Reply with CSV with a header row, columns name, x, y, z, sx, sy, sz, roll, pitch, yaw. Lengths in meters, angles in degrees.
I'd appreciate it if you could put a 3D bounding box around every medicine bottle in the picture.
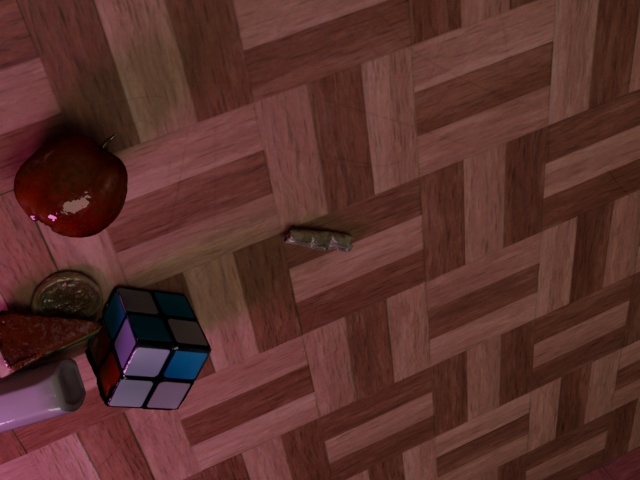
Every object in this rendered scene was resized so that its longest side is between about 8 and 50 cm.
name,x,y,z,sx,sy,sz,roll,pitch,yaw
medicine bottle,-0.617,0.315,1.736,0.296,0.161,0.111,-18,92,5

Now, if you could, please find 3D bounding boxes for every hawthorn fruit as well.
name,x,y,z,sx,sy,sz,roll,pitch,yaw
hawthorn fruit,-0.408,-0.105,1.518,0.179,0.179,0.200,31,90,-43

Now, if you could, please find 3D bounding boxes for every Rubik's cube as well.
name,x,y,z,sx,sy,sz,roll,pitch,yaw
Rubik's cube,-0.350,0.219,1.813,0.167,0.183,0.180,11,118,-38

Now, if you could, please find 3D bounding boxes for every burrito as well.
name,x,y,z,sx,sy,sz,roll,pitch,yaw
burrito,0.000,0.000,1.936,0.185,0.041,0.045,6,114,-37

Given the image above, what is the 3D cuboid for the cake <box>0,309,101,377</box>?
name,x,y,z,sx,sy,sz,roll,pitch,yaw
cake,-0.547,0.174,1.738,0.086,0.117,0.220,-38,173,40

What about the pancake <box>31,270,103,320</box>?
name,x,y,z,sx,sy,sz,roll,pitch,yaw
pancake,-0.494,0.118,1.754,0.139,0.022,0.139,-16,133,-18
